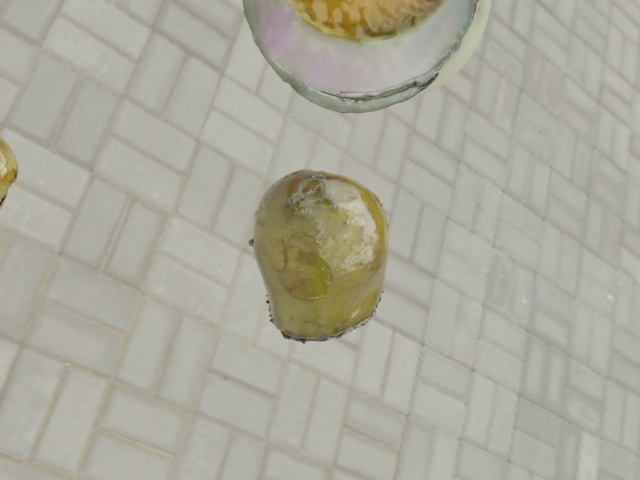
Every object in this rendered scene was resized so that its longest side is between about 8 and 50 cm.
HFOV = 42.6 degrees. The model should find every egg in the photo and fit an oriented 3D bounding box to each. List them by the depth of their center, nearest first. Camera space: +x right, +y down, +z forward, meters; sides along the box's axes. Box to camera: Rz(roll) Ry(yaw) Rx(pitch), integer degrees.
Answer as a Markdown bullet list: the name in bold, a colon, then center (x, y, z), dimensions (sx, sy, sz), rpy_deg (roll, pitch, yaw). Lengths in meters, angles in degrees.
- **egg**: center (0.058, -0.282, 0.904), dimensions (0.286, 0.264, 0.174), rpy_deg (56, 19, 7)

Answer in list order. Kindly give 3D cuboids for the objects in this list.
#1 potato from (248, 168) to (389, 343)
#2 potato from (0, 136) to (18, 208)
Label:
- **potato**: center (0.000, 0.000, 1.245), dimensions (0.230, 0.266, 0.229), rpy_deg (2, 44, -2)
- **potato**: center (-0.340, -0.043, 0.738), dimensions (0.080, 0.171, 0.107), rpy_deg (63, 24, -21)
